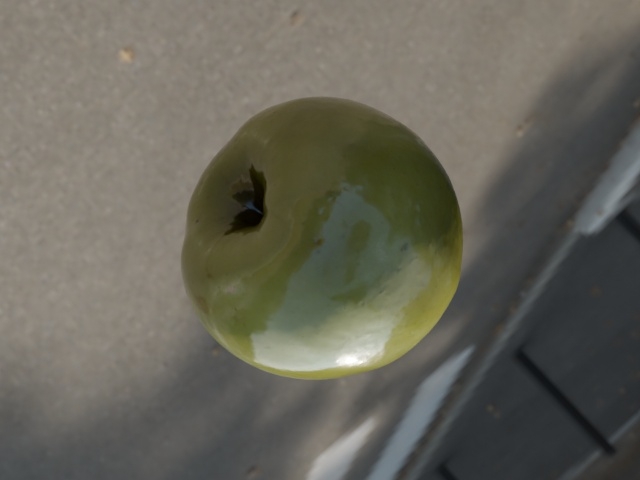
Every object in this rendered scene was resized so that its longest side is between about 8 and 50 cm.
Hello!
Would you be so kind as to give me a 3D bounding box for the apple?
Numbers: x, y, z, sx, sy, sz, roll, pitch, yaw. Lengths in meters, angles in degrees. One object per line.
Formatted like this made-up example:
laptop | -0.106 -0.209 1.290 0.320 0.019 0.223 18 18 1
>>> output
apple | 0.000 0.000 1.405 0.262 0.262 0.262 -38 162 -14
